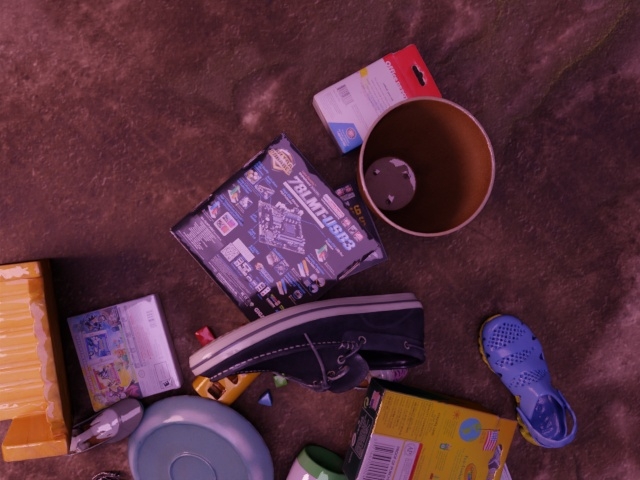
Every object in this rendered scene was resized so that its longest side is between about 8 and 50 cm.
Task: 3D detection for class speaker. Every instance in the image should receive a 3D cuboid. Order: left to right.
[{"bbox_3d":[-0.047,0.585,1.111,0.131,0.131,0.296,25,91,-3],"label":"speaker"}]

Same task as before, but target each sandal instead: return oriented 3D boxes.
[{"bbox_3d":[0.440,0.297,1.117,0.126,0.138,0.317,-29,91,1],"label":"sandal"}]

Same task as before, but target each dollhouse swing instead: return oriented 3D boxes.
[{"bbox_3d":[-0.652,0.225,1.009,0.305,0.315,0.346,-8,93,-22],"label":"dollhouse swing"}]

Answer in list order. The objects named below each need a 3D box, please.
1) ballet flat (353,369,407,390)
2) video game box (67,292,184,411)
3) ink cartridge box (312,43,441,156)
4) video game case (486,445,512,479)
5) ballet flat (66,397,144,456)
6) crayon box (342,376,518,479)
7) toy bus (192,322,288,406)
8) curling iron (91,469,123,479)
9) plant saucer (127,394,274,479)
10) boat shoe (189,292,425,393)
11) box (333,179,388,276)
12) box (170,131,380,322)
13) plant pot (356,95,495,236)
[{"bbox_3d":[0.078,0.283,1.130,0.222,0.079,0.076,1,91,-2],"label":"ballet flat"},{"bbox_3d":[-0.405,0.232,1.127,0.187,0.048,0.205,-15,92,-3],"label":"video game box"},{"bbox_3d":[0.115,-0.288,1.115,0.231,0.078,0.134,-28,93,-1],"label":"ink cartridge box"},{"bbox_3d":[0.328,0.543,1.174,0.184,0.023,0.201,-21,92,-1],"label":"video game case"},{"bbox_3d":[-0.448,0.384,1.084,0.213,0.068,0.072,-30,79,21],"label":"ballet flat"},{"bbox_3d":[0.225,0.417,1.094,0.319,0.081,0.202,18,90,-16],"label":"crayon box"},{"bbox_3d":[-0.166,0.253,1.107,0.191,0.104,0.202,-3,92,-2],"label":"toy bus"},{"bbox_3d":[-0.373,0.585,1.143,0.274,0.035,0.068,40,90,-2],"label":"curling iron"},{"bbox_3d":[-0.253,0.464,1.091,0.318,0.043,0.317,3,106,10],"label":"plant saucer"},{"bbox_3d":[0.011,0.200,0.977,0.500,0.187,0.155,-1,68,-38],"label":"boat shoe"},{"bbox_3d":[0.000,0.000,1.130,0.231,0.056,0.183,-22,92,-1],"label":"box"},{"bbox_3d":[-0.087,-0.007,1.063,0.293,0.073,0.295,-41,92,0],"label":"box"},{"bbox_3d":[0.163,-0.122,1.029,0.237,0.254,0.237,0,89,-9],"label":"plant pot"}]
